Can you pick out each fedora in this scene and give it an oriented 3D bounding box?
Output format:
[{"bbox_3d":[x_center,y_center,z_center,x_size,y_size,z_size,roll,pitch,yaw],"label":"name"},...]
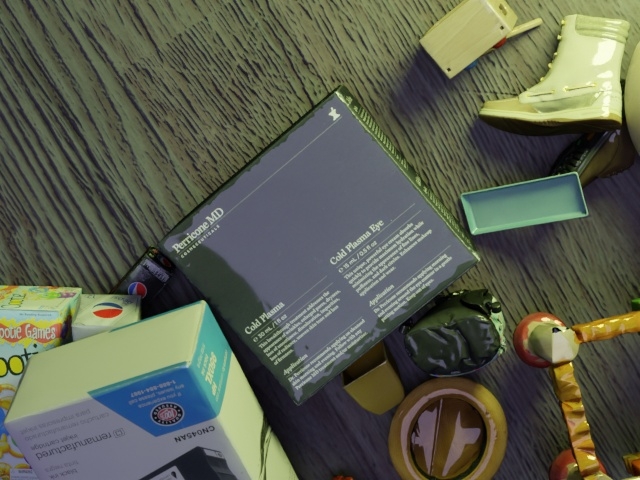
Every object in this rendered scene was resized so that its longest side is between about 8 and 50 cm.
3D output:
[{"bbox_3d":[0.195,0.300,1.805,0.194,0.079,0.194,0,95,2],"label":"fedora"}]

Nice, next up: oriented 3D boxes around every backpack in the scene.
[{"bbox_3d":[0.205,0.135,1.722,0.152,0.182,0.115,-9,97,17],"label":"backpack"}]

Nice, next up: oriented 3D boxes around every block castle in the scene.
[{"bbox_3d":[0.537,0.208,1.708,0.453,0.213,0.303,-14,88,-1],"label":"block castle"}]

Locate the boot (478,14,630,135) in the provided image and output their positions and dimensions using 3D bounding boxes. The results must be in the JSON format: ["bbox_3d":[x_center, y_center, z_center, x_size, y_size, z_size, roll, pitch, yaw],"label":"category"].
[{"bbox_3d":[0.338,-0.239,1.688,0.213,0.077,0.165,2,78,34],"label":"boot"}]

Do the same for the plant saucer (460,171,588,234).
[{"bbox_3d":[0.299,-0.055,1.717,0.192,0.018,0.067,-10,102,37],"label":"plant saucer"}]

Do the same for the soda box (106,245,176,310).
[{"bbox_3d":[-0.296,0.090,1.800,0.053,0.060,0.169,41,102,-11],"label":"soda box"}]

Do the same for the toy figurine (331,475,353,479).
[{"bbox_3d":[0.007,0.492,1.789,0.213,0.209,0.148,-29,109,6],"label":"toy figurine"}]

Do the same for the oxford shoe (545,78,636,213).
[{"bbox_3d":[0.411,-0.116,1.713,0.096,0.083,0.227,33,107,-16],"label":"oxford shoe"}]

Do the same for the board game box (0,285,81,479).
[{"bbox_3d":[-0.447,0.220,1.793,0.142,0.144,0.275,1,102,3],"label":"board game box"}]

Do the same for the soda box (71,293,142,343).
[{"bbox_3d":[-0.316,0.223,1.769,0.098,0.091,0.286,2,119,-4],"label":"soda box"}]

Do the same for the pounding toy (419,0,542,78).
[{"bbox_3d":[0.231,-0.299,1.671,0.130,0.141,0.100,-37,97,24],"label":"pounding toy"}]

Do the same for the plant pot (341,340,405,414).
[{"bbox_3d":[0.087,0.218,1.797,0.081,0.081,0.083,-33,108,9],"label":"plant pot"}]

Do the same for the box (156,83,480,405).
[{"bbox_3d":[0.000,0.000,1.707,0.343,0.179,0.312,-39,97,9],"label":"box"}]

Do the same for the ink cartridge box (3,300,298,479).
[{"bbox_3d":[-0.220,0.320,1.673,0.285,0.166,0.395,-19,117,12],"label":"ink cartridge box"}]

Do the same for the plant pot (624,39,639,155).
[{"bbox_3d":[0.587,-0.197,1.581,0.284,0.191,0.284,-3,100,-20],"label":"plant pot"}]
